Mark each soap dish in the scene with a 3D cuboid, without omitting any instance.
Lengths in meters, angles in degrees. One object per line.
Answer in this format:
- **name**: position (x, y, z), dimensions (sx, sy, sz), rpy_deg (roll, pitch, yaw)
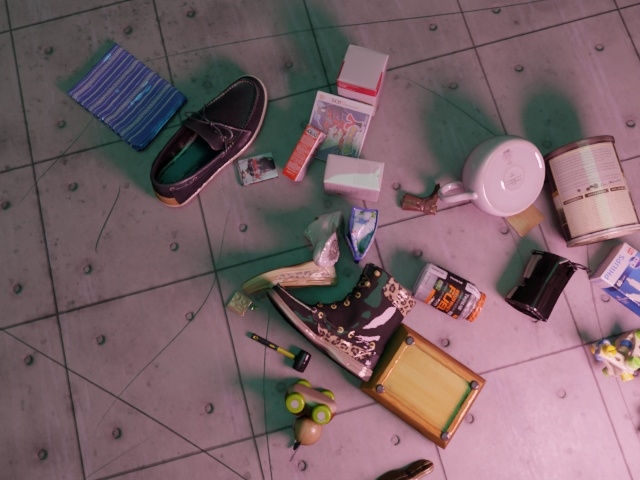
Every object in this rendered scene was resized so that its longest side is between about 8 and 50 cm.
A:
- **soap dish**: position (0.291, 0.406, 1.440), dimensions (0.290, 0.118, 0.229), rpy_deg (34, 82, 7)

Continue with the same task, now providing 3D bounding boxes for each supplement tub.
- **supplement tub**: position (0.371, 0.152, 1.488), dimensions (0.190, 0.117, 0.117), rpy_deg (27, 81, 7)

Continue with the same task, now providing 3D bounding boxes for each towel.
- **towel**: position (-0.632, -0.472, 1.682), dimensions (0.336, 0.040, 0.243), rpy_deg (38, 81, 8)

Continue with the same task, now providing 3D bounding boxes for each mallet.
- **mallet**: position (-0.123, 0.331, 1.513), dimensions (0.189, 0.039, 0.062), rpy_deg (18, 82, 10)

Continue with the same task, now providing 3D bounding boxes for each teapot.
- **teapot**: position (0.512, -0.195, 1.524), dimensions (0.256, 0.187, 0.253), rpy_deg (17, 99, -22)

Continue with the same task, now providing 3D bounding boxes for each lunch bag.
- **lunch bag**: position (0.118, -0.011, 1.522), dimensions (0.096, 0.129, 0.151), rpy_deg (6, 81, 4)

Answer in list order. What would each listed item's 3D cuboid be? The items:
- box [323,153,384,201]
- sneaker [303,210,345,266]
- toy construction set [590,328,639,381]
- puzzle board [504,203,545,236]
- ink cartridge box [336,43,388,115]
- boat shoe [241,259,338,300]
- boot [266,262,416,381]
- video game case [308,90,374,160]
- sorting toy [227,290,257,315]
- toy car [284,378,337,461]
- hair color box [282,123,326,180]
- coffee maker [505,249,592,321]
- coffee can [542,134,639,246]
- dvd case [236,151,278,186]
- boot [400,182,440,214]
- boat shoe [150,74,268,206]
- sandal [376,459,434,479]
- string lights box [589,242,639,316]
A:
- **box**: position (0.099, -0.188, 1.557), dimensions (0.170, 0.130, 0.091), rpy_deg (10, 80, 3)
- **sneaker**: position (0.000, 0.000, 1.515), dimensions (0.115, 0.090, 0.232), rpy_deg (-2, 34, 17)
- **toy construction set**: position (0.903, 0.384, 1.409), dimensions (0.215, 0.151, 0.328), rpy_deg (-29, 87, -29)
- **puzzle board**: position (0.612, -0.087, 1.582), dimensions (0.096, 0.011, 0.128), rpy_deg (-38, 80, -4)
- **ink cartridge box**: position (0.129, -0.491, 1.593), dimensions (0.127, 0.176, 0.128), rpy_deg (17, 79, 7)
- **boat shoe**: position (-0.089, 0.122, 1.515), dimensions (0.285, 0.104, 0.089), rpy_deg (-14, 84, -4)
- **boot**: position (0.065, 0.180, 1.458), dimensions (0.377, 0.138, 0.284), rpy_deg (39, 79, 1)
- **video game case**: position (0.051, -0.344, 1.604), dimensions (0.183, 0.023, 0.201), rpy_deg (17, 105, 5)
- **sorting toy**: position (-0.233, 0.197, 1.550), dimensions (0.083, 0.012, 0.062), rpy_deg (31, 77, 11)
- **toy car**: position (-0.050, 0.507, 1.424), dimensions (0.148, 0.155, 0.189), rpy_deg (22, 93, 6)
- **hair color box**: position (-0.049, -0.266, 1.571), dimensions (0.053, 0.093, 0.167), rpy_deg (32, 101, 6)
- **coffee maker**: position (0.635, 0.130, 1.458), dimensions (0.120, 0.171, 0.178), rpy_deg (32, 83, -9)
- **coffee can**: position (0.781, -0.137, 1.489), dimensions (0.201, 0.201, 0.276), rpy_deg (-11, 79, 0)
- **dvd case**: position (-0.201, -0.226, 1.633), dimensions (0.119, 0.013, 0.087), rpy_deg (-15, 79, 0)
- **boot**: position (0.308, -0.137, 1.591), dimensions (0.114, 0.037, 0.107), rpy_deg (12, 77, 9)
- **boat shoe**: position (-0.341, -0.321, 1.586), dimensions (0.186, 0.156, 0.500), rpy_deg (38, 81, 10)
- **sandal**: position (0.236, 0.667, 1.423), dimensions (0.180, 0.072, 0.049), rpy_deg (-21, 100, -7)
- **string lights box**: position (0.942, 0.141, 1.493), dimensions (0.259, 0.077, 0.133), rpy_deg (38, 84, 8)
